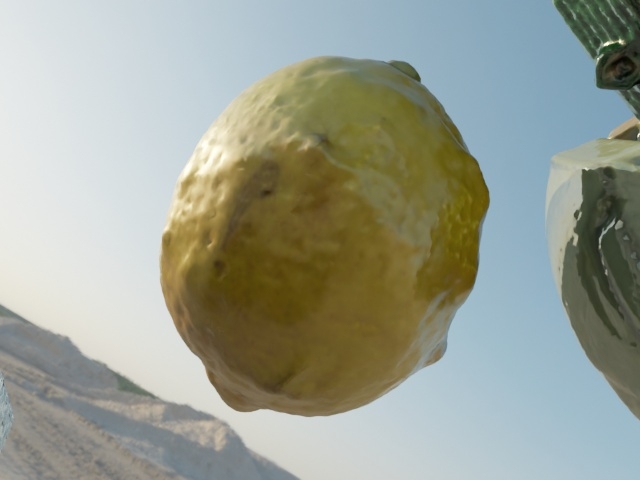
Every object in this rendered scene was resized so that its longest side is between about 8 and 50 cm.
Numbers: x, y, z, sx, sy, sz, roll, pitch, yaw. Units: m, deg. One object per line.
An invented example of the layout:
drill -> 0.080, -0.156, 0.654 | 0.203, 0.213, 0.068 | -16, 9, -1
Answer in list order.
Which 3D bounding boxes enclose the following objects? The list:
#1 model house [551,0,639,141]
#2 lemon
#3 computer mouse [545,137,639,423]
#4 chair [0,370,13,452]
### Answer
model house -> 0.511, -0.233, 0.751 | 0.342, 0.335, 0.382 | -32, -72, 33
lemon -> 0.000, 0.000, 0.443 | 0.233, 0.288, 0.233 | 25, 1, 0
computer mouse -> 0.301, 0.104, 0.388 | 0.429, 0.145, 0.228 | 45, 4, 19
chair -> -0.103, 0.120, 0.166 | 0.186, 0.319, 0.160 | 6, -62, 1
